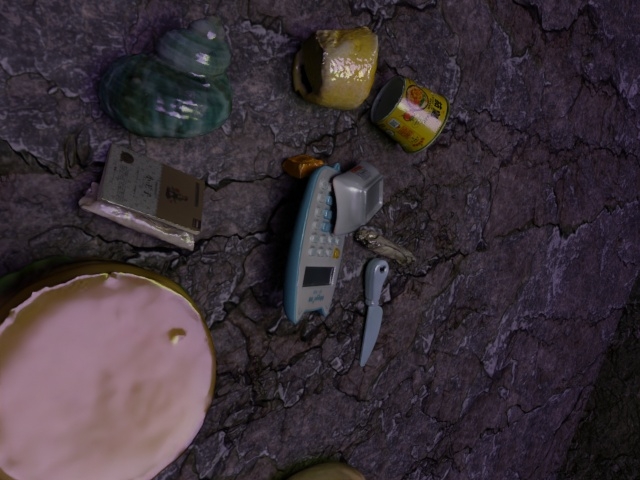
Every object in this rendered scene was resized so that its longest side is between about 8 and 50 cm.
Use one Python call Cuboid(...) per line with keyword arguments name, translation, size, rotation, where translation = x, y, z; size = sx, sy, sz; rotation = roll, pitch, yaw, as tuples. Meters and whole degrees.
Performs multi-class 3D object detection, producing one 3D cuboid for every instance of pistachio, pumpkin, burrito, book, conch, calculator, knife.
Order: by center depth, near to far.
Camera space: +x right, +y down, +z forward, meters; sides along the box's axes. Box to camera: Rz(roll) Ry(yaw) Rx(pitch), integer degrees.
Cuboid(name="conch", translation=(-0.265, -0.302, 0.853), size=(0.220, 0.195, 0.277), rotation=(35, 108, -26))
Cuboid(name="book", translation=(-0.323, -0.100, 0.883), size=(0.199, 0.016, 0.138), rotation=(22, 49, -36))
Cuboid(name="burrito", translation=(-0.349, -0.051, 0.885), size=(0.226, 0.060, 0.086), rotation=(22, 56, -34))
Cuboid(name="pumpkin", translation=(-0.043, -0.174, 1.082), size=(0.074, 0.083, 0.053), rotation=(-16, 123, -32))
Cuboid(name="calculator", translation=(0.000, 0.000, 1.095), size=(0.256, 0.055, 0.385), rotation=(9, 95, -66))
Cuboid(name="pistachio", translation=(0.005, 0.702, 1.200), size=(0.318, 0.213, 0.193), rotation=(10, 48, -27))
Cuboid(name="burrito", translation=(0.191, 0.022, 1.295), size=(0.230, 0.063, 0.058), rotation=(29, 108, -37))
Cuboid(name="knife", translation=(0.156, 0.211, 1.319), size=(0.080, 0.044, 0.330), rotation=(-8, 108, -42))

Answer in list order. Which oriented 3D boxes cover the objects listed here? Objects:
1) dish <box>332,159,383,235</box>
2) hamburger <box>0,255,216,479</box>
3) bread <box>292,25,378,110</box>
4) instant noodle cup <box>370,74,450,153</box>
Cuboid(name="dish", translation=(0.103, -0.109, 1.132), size=(0.212, 0.077, 0.151), rotation=(-42, 136, -57))
Cuboid(name="hamburger", translation=(-0.389, 0.202, 0.767), size=(0.396, 0.278, 0.394), rotation=(-3, 95, -37))
Cuboid(name="bread", translation=(0.041, -0.405, 1.047), size=(0.171, 0.197, 0.196), rotation=(-5, 100, -29))
Cuboid(name="instant noodle cup", translation=(0.228, -0.344, 1.203), size=(0.144, 0.182, 0.182), rotation=(24, 83, -27))
